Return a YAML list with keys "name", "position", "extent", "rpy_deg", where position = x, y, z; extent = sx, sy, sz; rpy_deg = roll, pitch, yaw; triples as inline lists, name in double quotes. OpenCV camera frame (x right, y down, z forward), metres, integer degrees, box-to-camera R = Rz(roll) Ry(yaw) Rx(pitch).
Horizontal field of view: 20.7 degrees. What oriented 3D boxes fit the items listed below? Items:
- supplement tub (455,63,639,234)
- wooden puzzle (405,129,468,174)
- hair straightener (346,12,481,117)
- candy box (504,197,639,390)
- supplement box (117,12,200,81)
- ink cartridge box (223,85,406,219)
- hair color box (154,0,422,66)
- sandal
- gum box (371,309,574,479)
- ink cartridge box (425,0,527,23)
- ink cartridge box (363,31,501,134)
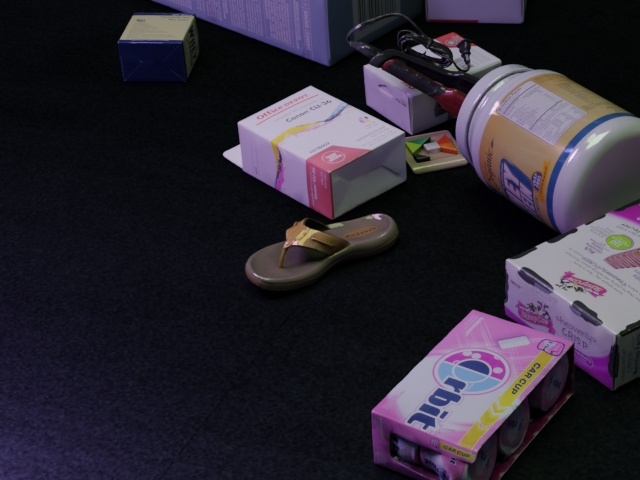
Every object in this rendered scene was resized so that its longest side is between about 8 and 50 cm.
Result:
- name: "supplement tub"
  position: [0.250, -0.093, 1.835]
  extent: [0.144, 0.144, 0.199]
  rpy_deg: [-22, 37, -25]
- name: "wooden puzzle"
  position: [0.125, -0.102, 1.982]
  extent: [0.116, 0.014, 0.078]
  rpy_deg: [-15, 35, -16]
- name: "hair straightener"
  position: [0.139, -0.195, 2.000]
  extent: [0.230, 0.047, 0.089]
  rpy_deg: [25, 59, 3]
- name: "candy box"
  position: [0.317, 0.039, 1.692]
  extent: [0.233, 0.071, 0.159]
  rpy_deg: [-22, 38, -27]
- name: "supplement box"
  position: [-0.202, -0.243, 2.196]
  extent: [0.083, 0.056, 0.083]
  rpy_deg: [2, 34, 9]
- name: "ink cartridge box"
  position: [-0.012, -0.107, 1.957]
  extent: [0.115, 0.067, 0.198]
  rpy_deg: [-29, 40, -32]
- name: "hair color box"
  position: [-0.067, -0.361, 2.311]
  extent: [0.374, 0.114, 0.185]
  rpy_deg: [25, 43, 36]
- name: "sandal"
  position: [0.000, 0.000, 1.809]
  extent: [0.180, 0.049, 0.072]
  rpy_deg: [-20, 36, -23]
- name: "gum box"
  position: [0.135, 0.147, 1.557]
  extent: [0.107, 0.062, 0.188]
  rpy_deg: [18, 39, 30]
- name: "ink cartridge box"
  position: [0.211, -0.356, 2.305]
  extent: [0.127, 0.072, 0.175]
  rpy_deg: [2, 34, 10]
- name: "ink cartridge box"
  position: [0.133, -0.187, 2.070]
  extent: [0.135, 0.056, 0.099]
  rpy_deg: [-23, 38, -24]
